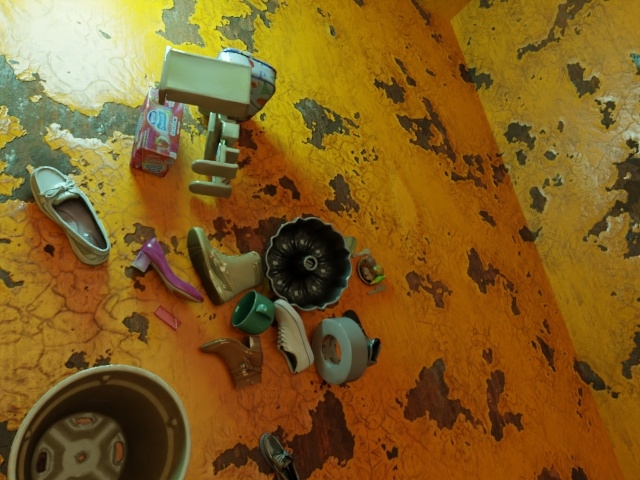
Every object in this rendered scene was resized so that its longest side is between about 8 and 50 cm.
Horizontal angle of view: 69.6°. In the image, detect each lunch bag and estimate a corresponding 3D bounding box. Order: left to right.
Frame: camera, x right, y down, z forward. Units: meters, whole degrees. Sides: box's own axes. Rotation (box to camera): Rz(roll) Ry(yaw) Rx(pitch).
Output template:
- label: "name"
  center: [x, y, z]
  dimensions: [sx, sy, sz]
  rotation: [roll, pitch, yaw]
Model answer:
- label: "lunch bag"
  center: [-0.315, -0.572, 1.708]
  dimensions: [0.243, 0.303, 0.114]
  rotation: [14, 63, -31]

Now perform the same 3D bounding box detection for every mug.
- label: "mug"
  center: [-0.204, 0.242, 1.468]
  dimensions: [0.097, 0.158, 0.129]
  rotation: [35, 94, -26]

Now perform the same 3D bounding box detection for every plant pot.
- label: "plant pot"
  center: [-0.501, 0.470, 1.015]
  dimensions: [0.334, 0.305, 0.333]
  rotation: [18, 58, -30]

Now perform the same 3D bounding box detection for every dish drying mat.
- label: "dish drying mat"
  center: [-0.456, 0.231, 1.377]
  dimensions: [0.083, 0.008, 0.032]
  rotation: [43, 49, -12]

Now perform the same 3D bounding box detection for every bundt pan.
- label: "bundt pan"
  center: [-0.059, 0.087, 1.634]
  dimensions: [0.331, 0.124, 0.330]
  rotation: [4, 80, -25]

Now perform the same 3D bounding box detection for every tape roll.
- label: "tape roll"
  center: [0.061, 0.371, 1.557]
  dimensions: [0.072, 0.219, 0.219]
  rotation: [0, 67, -37]

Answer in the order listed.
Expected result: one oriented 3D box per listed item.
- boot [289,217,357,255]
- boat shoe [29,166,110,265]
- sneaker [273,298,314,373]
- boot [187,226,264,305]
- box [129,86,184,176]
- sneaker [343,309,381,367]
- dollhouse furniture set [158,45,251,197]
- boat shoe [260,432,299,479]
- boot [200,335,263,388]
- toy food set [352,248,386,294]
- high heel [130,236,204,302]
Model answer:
- label: "boot"
  center: [0.000, 0.000, 1.796]
  dimensions: [0.270, 0.089, 0.236]
  rotation: [38, 49, -14]
- label: "boat shoe"
  center: [-0.694, -0.080, 1.293]
  dimensions: [0.118, 0.103, 0.320]
  rotation: [-30, 87, -43]
- label: "sneaker"
  center: [-0.102, 0.321, 1.519]
  dimensions: [0.091, 0.094, 0.258]
  rotation: [-33, 102, -43]
- label: "boot"
  center: [-0.307, 0.059, 1.518]
  dimensions: [0.204, 0.095, 0.261]
  rotation: [-23, 89, -41]
- label: "box"
  center: [-0.544, -0.360, 1.538]
  dimensions: [0.123, 0.128, 0.256]
  rotation: [15, 59, -31]
- label: "sneaker"
  center: [0.166, 0.354, 1.705]
  dimensions: [0.086, 0.132, 0.228]
  rotation: [-2, 69, -38]
- label: "dollhouse furniture set"
  center: [-0.390, -0.399, 1.514]
  dimensions: [0.257, 0.394, 0.361]
  rotation: [7, 64, -17]
- label: "boat shoe"
  center: [-0.113, 0.657, 1.376]
  dimensions: [0.066, 0.066, 0.183]
  rotation: [-28, 86, -43]
- label: "boot"
  center: [-0.266, 0.375, 1.409]
  dimensions: [0.197, 0.073, 0.152]
  rotation: [0, 78, -25]
- label: "toy food set"
  center: [0.212, 0.125, 1.925]
  dimensions: [0.133, 0.039, 0.191]
  rotation: [-15, 77, -41]
- label: "high heel"
  center: [-0.445, 0.094, 1.410]
  dimensions: [0.244, 0.082, 0.117]
  rotation: [31, 61, -5]
